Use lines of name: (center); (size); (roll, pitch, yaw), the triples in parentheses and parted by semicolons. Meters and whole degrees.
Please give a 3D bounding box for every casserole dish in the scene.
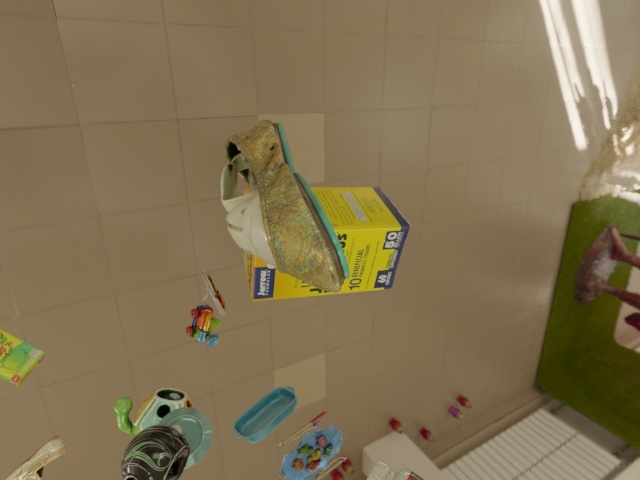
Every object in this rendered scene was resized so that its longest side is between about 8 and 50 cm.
casserole dish: (-0.138, 0.453, 1.047); (0.188, 0.114, 0.037); (-31, 106, -32)

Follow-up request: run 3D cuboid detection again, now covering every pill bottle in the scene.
pill bottle: (0.294, 0.834, 1.256); (0.176, 0.318, 0.176); (-43, 146, -39)

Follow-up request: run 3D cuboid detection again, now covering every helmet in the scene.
helmet: (-0.476, 0.617, 1.155); (0.169, 0.161, 0.169); (19, 90, -77)

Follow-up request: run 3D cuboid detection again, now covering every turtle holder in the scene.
turtle holder: (-0.694, 0.757, 1.744); (0.243, 0.320, 0.228); (2, 102, -69)

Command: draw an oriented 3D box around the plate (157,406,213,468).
plate: (-0.447, 0.639, 1.318); (0.188, 0.188, 0.024); (-13, 149, -27)

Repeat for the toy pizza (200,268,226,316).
toy pizza: (-0.400, 0.195, 1.536); (0.032, 0.201, 0.201); (-26, 120, -14)

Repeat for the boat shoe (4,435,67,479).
boat shoe: (-0.721, 0.577, 1.016); (0.170, 0.063, 0.059); (-43, 89, -17)

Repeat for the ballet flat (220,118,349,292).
ballet flat: (-0.066, -0.048, 0.506); (0.123, 0.348, 0.123); (-9, 129, -12)

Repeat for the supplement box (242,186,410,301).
supplement box: (0.000, 0.000, 0.984); (0.356, 0.195, 0.194); (-3, 126, -16)

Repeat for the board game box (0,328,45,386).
board game box: (-0.828, 0.288, 1.041); (0.181, 0.043, 0.092); (33, 49, -9)

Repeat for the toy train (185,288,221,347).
toy train: (-0.493, 0.337, 1.792); (0.105, 0.143, 0.248); (3, 109, -55)

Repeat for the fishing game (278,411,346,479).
fishing game: (-0.018, 0.560, 1.045); (0.189, 0.041, 0.264); (-27, 127, -18)
